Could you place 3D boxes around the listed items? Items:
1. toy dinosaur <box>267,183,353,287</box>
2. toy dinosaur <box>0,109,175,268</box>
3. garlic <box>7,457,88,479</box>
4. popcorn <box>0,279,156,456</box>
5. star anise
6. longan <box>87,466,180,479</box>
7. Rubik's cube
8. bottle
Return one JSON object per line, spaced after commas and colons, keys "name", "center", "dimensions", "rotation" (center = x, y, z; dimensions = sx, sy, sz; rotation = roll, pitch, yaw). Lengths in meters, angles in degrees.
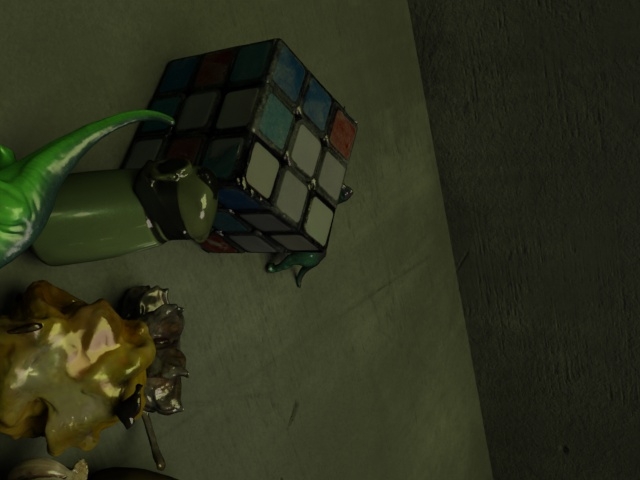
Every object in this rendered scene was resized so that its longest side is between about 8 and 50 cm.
{"name": "toy dinosaur", "center": [0.000, 0.000, 1.778], "dimensions": [0.383, 0.330, 0.129], "rotation": [57, 42, -40]}
{"name": "toy dinosaur", "center": [-0.460, -0.021, 1.112], "dimensions": [0.144, 0.499, 0.375], "rotation": [112, -35, -73]}
{"name": "garlic", "center": [-0.510, 0.437, 1.194], "dimensions": [0.127, 0.194, 0.131], "rotation": [15, 73, -80]}
{"name": "popcorn", "center": [-0.449, 0.218, 1.229], "dimensions": [0.297, 0.281, 0.316], "rotation": [-23, 103, -19]}
{"name": "star anise", "center": [-0.350, 0.246, 1.395], "dimensions": [0.139, 0.316, 0.360], "rotation": [-6, 54, -27]}
{"name": "longan", "center": [-0.327, 0.626, 1.331], "dimensions": [0.336, 0.404, 0.404], "rotation": [-42, 134, 0]}
{"name": "Rubik's cube", "center": [-0.172, -0.193, 1.531], "dimensions": [0.362, 0.358, 0.363], "rotation": [37, 59, -47]}
{"name": "bottle", "center": [-0.351, -0.056, 1.256], "dimensions": [0.168, 0.346, 0.169], "rotation": [-9, 90, -84]}
